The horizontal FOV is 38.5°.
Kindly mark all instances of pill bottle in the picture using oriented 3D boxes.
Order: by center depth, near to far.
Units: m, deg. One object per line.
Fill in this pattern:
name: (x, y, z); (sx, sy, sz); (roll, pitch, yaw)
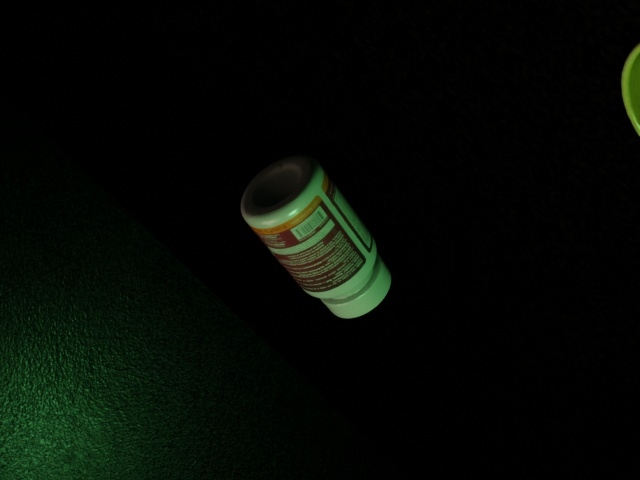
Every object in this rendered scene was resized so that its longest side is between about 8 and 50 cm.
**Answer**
pill bottle: (0.000, 0.000, 1.221); (0.121, 0.121, 0.221); (22, 156, 50)

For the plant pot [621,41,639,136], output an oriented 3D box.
plant pot: (0.233, -0.085, 0.450); (0.134, 0.095, 0.134); (37, 165, 12)
